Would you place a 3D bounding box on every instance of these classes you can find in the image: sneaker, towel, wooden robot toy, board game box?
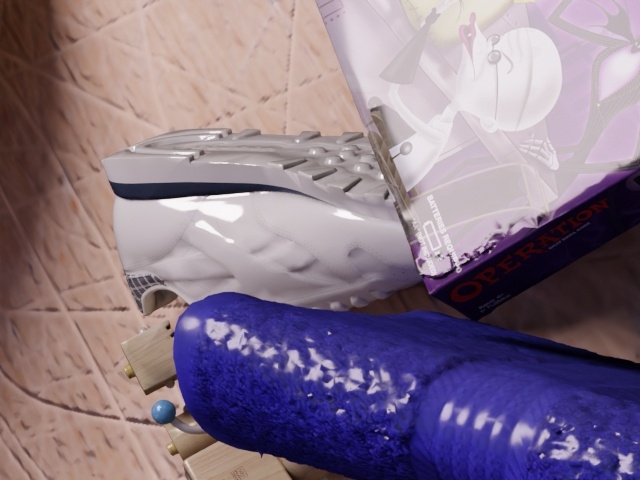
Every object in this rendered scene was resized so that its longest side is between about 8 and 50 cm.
[{"bbox_3d":[0.000,0.000,0.810,0.235,0.090,0.095,6,107,35],"label":"sneaker"},{"bbox_3d":[0.121,0.091,0.625,0.308,0.227,0.076,14,93,33],"label":"towel"},{"bbox_3d":[-0.028,0.108,0.835,0.079,0.076,0.173,-29,66,-9],"label":"wooden robot toy"},{"bbox_3d":[0.083,-0.162,0.727,0.208,0.056,0.347,-31,58,17],"label":"board game box"}]
